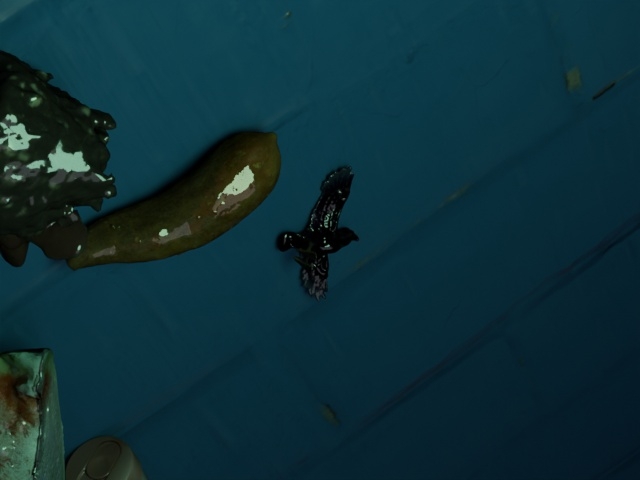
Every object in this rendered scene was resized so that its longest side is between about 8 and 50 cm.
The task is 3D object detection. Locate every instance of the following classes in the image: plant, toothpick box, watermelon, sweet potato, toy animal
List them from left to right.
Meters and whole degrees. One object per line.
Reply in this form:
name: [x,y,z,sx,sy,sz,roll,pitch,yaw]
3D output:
watermelon: [-0.416,0.269,1.607,0.289,0.214,0.320,-10,144,-28]
plant: [-0.309,-0.081,1.394,0.204,0.178,0.234,-43,134,3]
toothpick box: [-0.280,0.348,1.872,0.098,0.098,0.149,-31,140,-10]
sweet potato: [-0.164,-0.031,1.618,0.291,0.097,0.097,-33,140,-7]
toy animal: [0.000,0.000,1.808,0.108,0.062,0.220,-29,141,-41]
